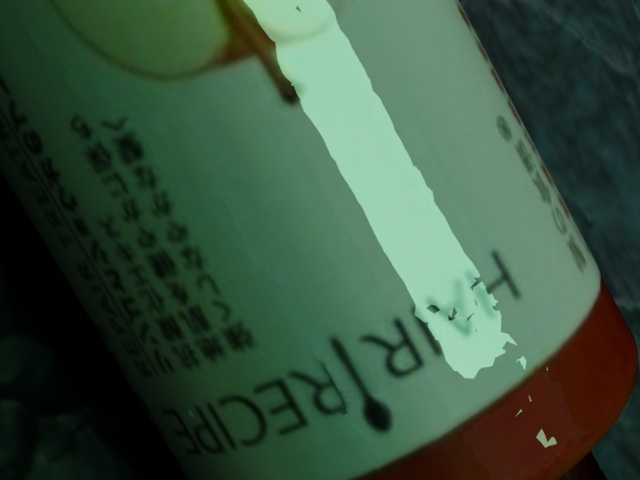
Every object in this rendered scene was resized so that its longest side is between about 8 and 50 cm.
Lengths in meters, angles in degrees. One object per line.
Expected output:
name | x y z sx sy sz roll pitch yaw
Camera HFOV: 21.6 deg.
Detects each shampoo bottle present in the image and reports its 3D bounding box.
shampoo bottle | 0.000 0.000 0.371 0.104 0.104 0.278 -40 106 -41
